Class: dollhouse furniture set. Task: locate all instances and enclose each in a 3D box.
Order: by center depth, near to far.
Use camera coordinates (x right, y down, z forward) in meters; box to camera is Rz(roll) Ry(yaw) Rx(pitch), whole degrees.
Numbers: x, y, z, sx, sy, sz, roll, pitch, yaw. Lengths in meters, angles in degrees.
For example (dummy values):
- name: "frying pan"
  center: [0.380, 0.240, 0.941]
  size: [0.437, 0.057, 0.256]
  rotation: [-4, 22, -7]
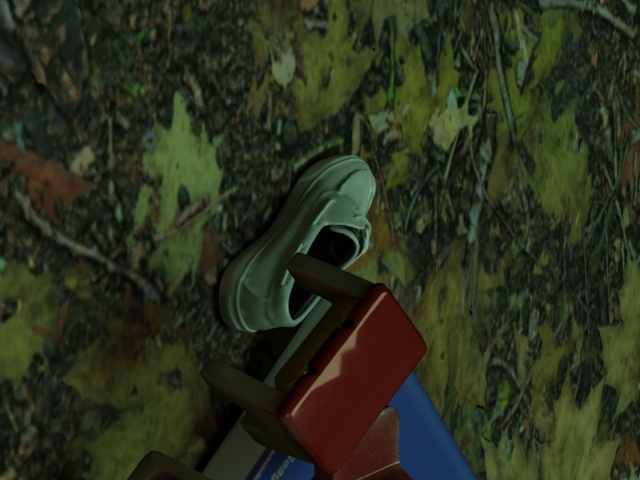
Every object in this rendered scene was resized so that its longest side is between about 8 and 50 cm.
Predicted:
- name: "dollhouse furniture set"
  center: [-0.030, 0.222, 1.076]
  size: [0.374, 0.152, 0.201]
  rotation: [-51, 134, -18]

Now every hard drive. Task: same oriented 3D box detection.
- name: "hard drive"
  center: [0.025, 0.208, 1.343]
  size: [0.210, 0.040, 0.319]
  rotation: [-55, 140, -22]

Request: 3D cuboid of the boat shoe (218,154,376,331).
- name: "boat shoe"
  center: [0.000, 0.000, 1.280]
  size: [0.184, 0.063, 0.066]
  rotation: [-42, 129, -48]
